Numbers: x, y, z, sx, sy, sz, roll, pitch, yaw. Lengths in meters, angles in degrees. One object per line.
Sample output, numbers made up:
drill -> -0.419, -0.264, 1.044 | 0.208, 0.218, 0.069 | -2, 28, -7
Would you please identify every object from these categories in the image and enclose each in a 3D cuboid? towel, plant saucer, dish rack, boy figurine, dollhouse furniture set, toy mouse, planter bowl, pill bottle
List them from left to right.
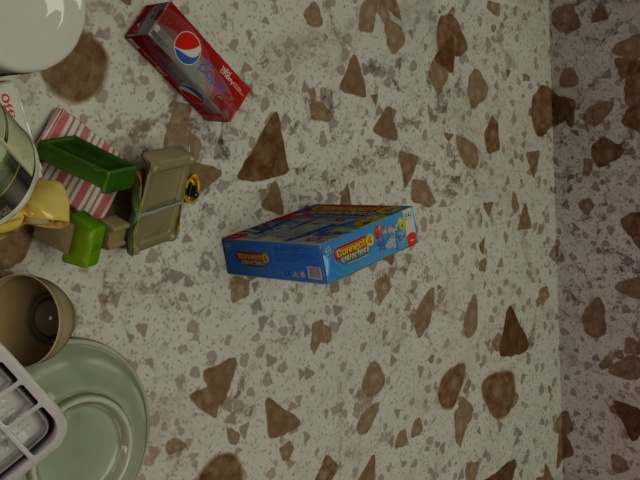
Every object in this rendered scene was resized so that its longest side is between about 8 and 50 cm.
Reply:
dish rack -> -0.617, 0.314, 1.448 | 0.333, 0.072, 0.285 | -40, 121, -15
pill bottle -> -0.526, -0.341, 1.323 | 0.204, 0.361, 0.204 | -6, 99, -46
boy figurine -> -0.552, -0.016, 1.468 | 0.285, 0.177, 0.092 | -24, 84, -26
planter bowl -> -0.498, 0.139, 1.568 | 0.109, 0.162, 0.162 | 8, 88, -73
plant saucer -> -0.463, 0.383, 1.656 | 0.400, 0.101, 0.400 | -6, 98, -46
towel -> -0.453, -0.136, 1.666 | 0.197, 0.029, 0.144 | 43, 65, -43
dollhouse furniture set -> -0.388, -0.086, 1.677 | 0.301, 0.151, 0.197 | -26, 137, -63
toy mouse -> -0.307, -0.123, 1.813 | 0.143, 0.031, 0.161 | 10, 87, -47

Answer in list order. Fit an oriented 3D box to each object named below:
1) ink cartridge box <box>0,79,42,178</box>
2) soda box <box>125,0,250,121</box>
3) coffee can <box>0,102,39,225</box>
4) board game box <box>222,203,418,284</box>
ink cartridge box -> -0.600, -0.149, 1.454 | 0.237, 0.100, 0.172 | -28, 114, -40
soda box -> -0.263, -0.355, 1.798 | 0.263, 0.083, 0.092 | 46, 63, -39
coffee can -> -0.532, -0.148, 1.223 | 0.275, 0.202, 0.201 | 76, 35, -69
board game box -> 0.000, 0.000, 1.949 | 0.302, 0.308, 0.086 | -23, 109, -43
